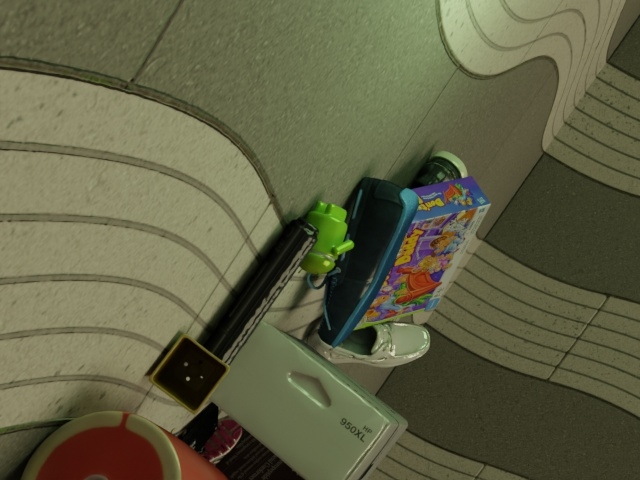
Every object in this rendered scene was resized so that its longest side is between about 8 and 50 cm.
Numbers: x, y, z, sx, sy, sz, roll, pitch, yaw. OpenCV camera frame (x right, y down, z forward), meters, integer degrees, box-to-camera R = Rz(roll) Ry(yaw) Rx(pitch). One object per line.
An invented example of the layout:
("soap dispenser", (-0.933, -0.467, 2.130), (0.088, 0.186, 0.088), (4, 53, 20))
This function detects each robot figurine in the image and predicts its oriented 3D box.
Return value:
("robot figurine", (0.000, 0.000, 1.482), (0.067, 0.101, 0.115), (27, 79, -46))

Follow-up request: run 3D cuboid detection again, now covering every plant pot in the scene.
("plant pot", (-0.180, 0.183, 1.347), (0.081, 0.081, 0.083), (-53, 180, -5))
("plant pot", (-0.241, 0.346, 1.196), (0.275, 0.275, 0.243), (-49, 154, -21))

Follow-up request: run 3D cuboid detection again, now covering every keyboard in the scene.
("keyboard", (-0.241, 0.362, 1.676), (0.192, 0.038, 0.100), (-46, 151, -48))

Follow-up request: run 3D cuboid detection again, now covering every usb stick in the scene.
("usb stick", (-0.096, 0.087, 1.427), (0.278, 0.045, 0.077), (-55, -166, 1))

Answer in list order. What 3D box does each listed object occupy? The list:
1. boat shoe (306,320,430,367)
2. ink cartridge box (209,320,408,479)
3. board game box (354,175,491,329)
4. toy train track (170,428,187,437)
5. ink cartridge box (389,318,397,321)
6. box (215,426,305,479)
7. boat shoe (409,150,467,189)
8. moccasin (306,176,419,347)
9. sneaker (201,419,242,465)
("boat shoe", (0.114, 0.214, 2.045), (0.277, 0.098, 0.096), (-3, 161, -17))
("ink cartridge box", (-0.012, 0.305, 1.747), (0.166, 0.285, 0.395), (-53, 166, -3))
("board game box", (0.167, 0.033, 1.919), (0.234, 0.078, 0.347), (-13, 146, -25))
("toy train track", (-0.244, 0.334, 1.619), (0.048, 0.014, 0.083), (-58, 166, 15))
("ink cartridge box", (0.124, 0.149, 2.190), (0.063, 0.109, 0.150), (-54, 167, -14))
("box", (-0.084, 0.551, 1.896), (0.191, 0.381, 0.143), (-33, 154, -56))
("boat shoe", (0.222, -0.035, 2.045), (0.113, 0.127, 0.340), (-43, 161, -33))
("moccasin", (0.064, 0.033, 1.719), (0.341, 0.117, 0.138), (-65, 167, 25))
("sneaker", (-0.213, 0.399, 1.782), (0.170, 0.063, 0.074), (-45, 164, -16))
